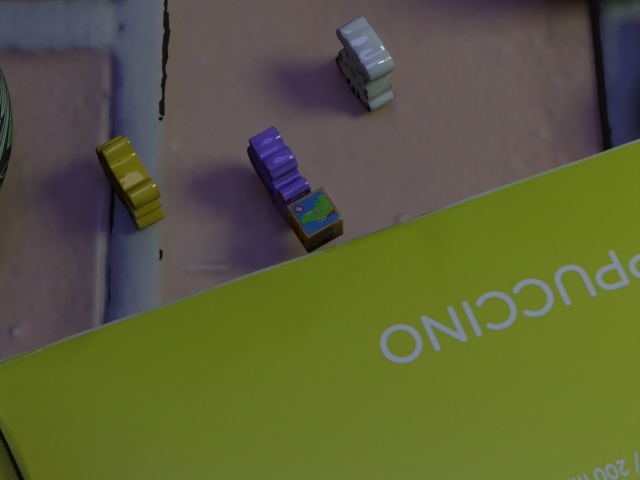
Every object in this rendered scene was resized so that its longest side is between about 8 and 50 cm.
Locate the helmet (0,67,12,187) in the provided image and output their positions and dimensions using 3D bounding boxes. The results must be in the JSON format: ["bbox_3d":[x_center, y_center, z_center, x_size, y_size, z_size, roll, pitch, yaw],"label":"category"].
[{"bbox_3d":[-0.241,-0.055,1.033,0.161,0.169,0.169,24,66,30],"label":"helmet"}]

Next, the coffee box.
[{"bbox_3d":[0.077,0.201,0.810,0.337,0.334,0.338,-19,66,-9],"label":"coffee box"}]

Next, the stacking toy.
[{"bbox_3d":[0.000,0.000,1.069,0.167,0.052,0.221,-28,69,-10],"label":"stacking toy"}]
